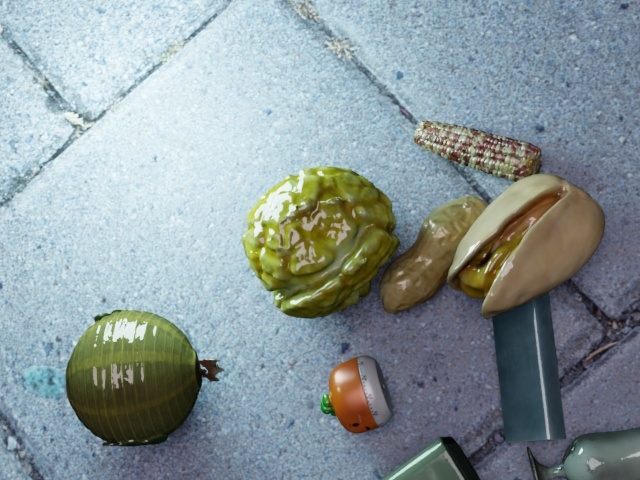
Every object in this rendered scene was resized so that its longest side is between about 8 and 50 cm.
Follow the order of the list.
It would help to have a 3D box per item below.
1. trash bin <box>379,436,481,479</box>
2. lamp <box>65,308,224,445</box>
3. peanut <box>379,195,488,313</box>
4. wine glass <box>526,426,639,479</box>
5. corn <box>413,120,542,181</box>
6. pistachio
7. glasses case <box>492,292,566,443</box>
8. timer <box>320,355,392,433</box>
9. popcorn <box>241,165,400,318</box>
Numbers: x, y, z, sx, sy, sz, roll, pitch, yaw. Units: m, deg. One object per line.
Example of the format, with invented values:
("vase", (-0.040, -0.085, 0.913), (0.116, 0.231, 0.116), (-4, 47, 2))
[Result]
("trash bin", (0.136, 0.517, 1.833), (0.343, 0.158, 0.223), (-36, 73, 10))
("lamp", (-0.309, 0.238, 1.935), (0.284, 0.250, 0.250), (-9, 78, 7))
("peanut", (0.200, 0.024, 1.933), (0.263, 0.117, 0.101), (-49, 38, 2))
("wine glass", (0.468, 0.369, 1.812), (0.231, 0.103, 0.103), (-15, 77, 6))
("corn", (0.285, -0.167, 1.971), (0.237, 0.079, 0.079), (21, 85, 19))
("pistachio", (0.352, 0.007, 1.852), (0.299, 0.187, 0.187), (-39, 73, -11))
("glasses case", (0.359, 0.215, 1.888), (0.105, 0.056, 0.266), (-7, 78, 10))
("timer", (0.058, 0.277, 1.920), (0.136, 0.099, 0.136), (-4, 66, 10))
("popcorn", (0.005, -0.004, 1.911), (0.282, 0.247, 0.282), (-1, 84, 12))
